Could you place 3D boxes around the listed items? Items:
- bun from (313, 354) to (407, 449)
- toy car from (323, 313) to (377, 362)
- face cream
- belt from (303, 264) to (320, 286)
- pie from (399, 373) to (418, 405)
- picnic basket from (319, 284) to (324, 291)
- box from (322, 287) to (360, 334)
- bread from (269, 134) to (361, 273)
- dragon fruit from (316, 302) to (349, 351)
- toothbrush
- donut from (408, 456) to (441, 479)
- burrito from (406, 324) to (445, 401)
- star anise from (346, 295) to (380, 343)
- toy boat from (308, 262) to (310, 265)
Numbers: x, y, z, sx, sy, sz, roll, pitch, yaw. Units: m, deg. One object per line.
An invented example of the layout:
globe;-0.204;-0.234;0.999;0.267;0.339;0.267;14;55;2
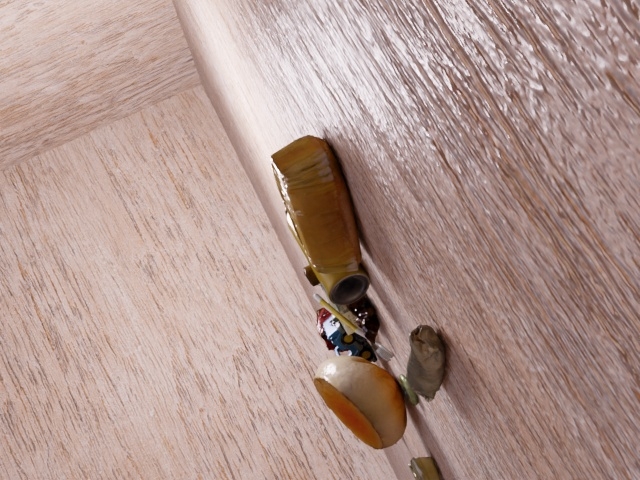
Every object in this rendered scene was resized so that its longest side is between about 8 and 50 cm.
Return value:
bun;0.128;0.429;1.864;0.299;0.164;0.299;42;157;23
toy car;0.075;0.301;1.964;0.191;0.100;0.097;44;-170;-25
face cream;0.000;0.000;1.617;0.349;0.105;0.105;59;171;42
belt;-0.023;0.096;1.833;0.059;0.036;0.083;63;176;6
pie;0.215;0.367;1.648;0.084;0.021;0.084;155;90;-83
picnic basket;0.024;0.125;2.099;0.083;0.065;0.083;7;129;57
box;0.044;0.116;1.842;0.164;0.069;0.257;57;170;48
bread;-0.004;-0.065;1.345;0.152;0.119;0.288;-119;8;-54
dragon fruit;0.060;0.281;2.128;0.161;0.120;0.127;63;180;-31
toothbrush;0.078;0.224;1.756;0.288;0.024;0.021;36;156;32
donut;0.297;0.657;1.885;0.108;0.065;0.166;62;172;22
burrito;0.183;0.214;1.186;0.082;0.059;0.275;53;169;27
star anise;0.106;0.181;1.680;0.168;0.057;0.168;57;179;1
toy boat;-0.002;0.066;2.016;0.059;0.069;0.173;56;-168;-80
